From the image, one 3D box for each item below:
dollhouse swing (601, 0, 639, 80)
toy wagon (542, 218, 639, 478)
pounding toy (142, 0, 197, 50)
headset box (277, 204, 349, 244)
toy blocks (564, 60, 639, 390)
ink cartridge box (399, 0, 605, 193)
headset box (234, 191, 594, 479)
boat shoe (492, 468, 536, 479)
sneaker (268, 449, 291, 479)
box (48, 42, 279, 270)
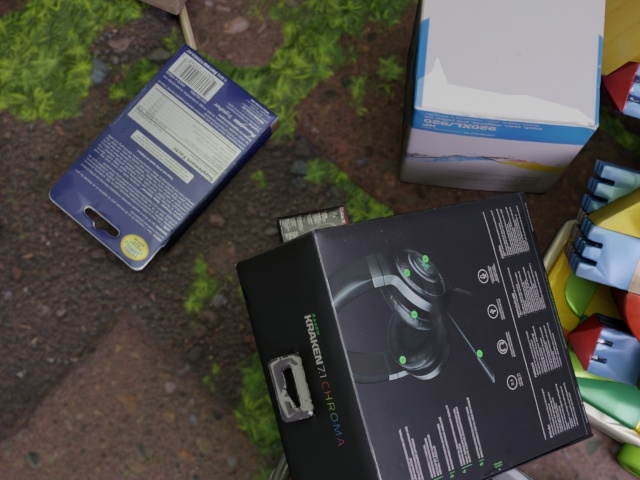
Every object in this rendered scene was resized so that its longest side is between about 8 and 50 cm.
[{"bbox_3d":[0.459,-0.314,1.056,0.315,0.305,0.346,10,54,-16],"label":"dollhouse swing"},{"bbox_3d":[0.373,0.114,1.057,0.344,0.068,0.267,31,78,6],"label":"toy wagon"},{"bbox_3d":[-0.175,-0.307,1.140,0.141,0.100,0.130,23,63,2],"label":"pounding toy"},{"bbox_3d":[0.000,0.000,1.094,0.083,0.032,0.062,-11,78,-5],"label":"headset box"},{"bbox_3d":[0.347,0.008,0.938,0.261,0.191,0.381,16,103,3],"label":"toy blocks"},{"bbox_3d":[0.172,-0.161,1.033,0.168,0.232,0.171,5,77,2],"label":"ink cartridge box"},{"bbox_3d":[0.082,0.103,0.940,0.283,0.131,0.246,-12,84,-38],"label":"headset box"},{"bbox_3d":[0.232,0.275,1.032,0.142,0.049,0.040,45,49,10],"label":"boat shoe"},{"bbox_3d":[0.030,0.176,1.015,0.100,0.108,0.271,26,74,7],"label":"sneaker"},{"bbox_3d":[-0.168,-0.087,1.108,0.136,0.036,0.225,39,78,8],"label":"box"}]
